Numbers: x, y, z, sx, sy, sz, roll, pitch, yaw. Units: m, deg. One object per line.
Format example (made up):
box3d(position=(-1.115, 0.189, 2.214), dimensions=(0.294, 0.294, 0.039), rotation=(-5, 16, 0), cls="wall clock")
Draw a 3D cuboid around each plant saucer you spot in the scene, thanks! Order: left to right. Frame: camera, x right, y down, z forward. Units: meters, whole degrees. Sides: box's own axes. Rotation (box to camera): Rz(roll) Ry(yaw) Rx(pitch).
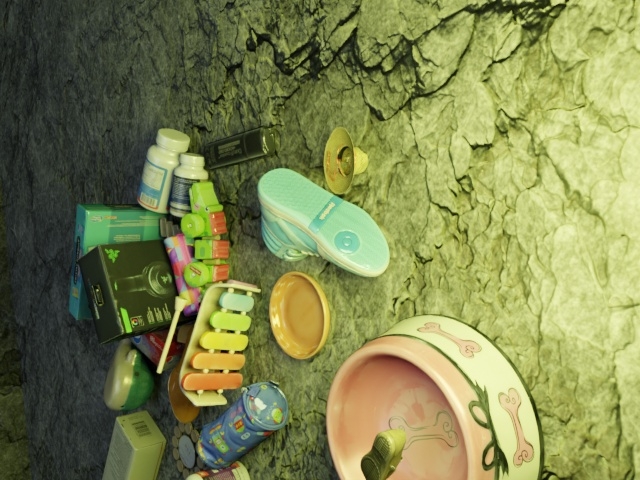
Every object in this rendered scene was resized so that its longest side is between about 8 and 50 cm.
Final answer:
box3d(position=(-0.043, 0.169, 1.402), dimensions=(0.200, 0.037, 0.200), rotation=(2, 93, 47), cls="plant saucer")

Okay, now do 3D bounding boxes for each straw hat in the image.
box3d(position=(0.063, -0.162, 1.248), dimensions=(0.144, 0.061, 0.144), rotation=(177, 90, -66), cls="straw hat")

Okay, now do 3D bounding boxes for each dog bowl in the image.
box3d(position=(0.173, 0.342, 1.091), dimensions=(0.408, 0.150, 0.408), rotation=(5, 96, 47), cls="dog bowl")

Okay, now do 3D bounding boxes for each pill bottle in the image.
box3d(position=(-0.443, -0.201, 1.757), dimensions=(0.124, 0.124, 0.221), rotation=(42, 120, 38), cls="pill bottle")
box3d(position=(-0.360, -0.152, 1.690), dimensions=(0.094, 0.094, 0.169), rotation=(23, 110, 45), cls="pill bottle")
box3d(position=(-0.286, 0.646, 1.580), dimensions=(0.108, 0.193, 0.108), rotation=(3, 94, 47), cls="pill bottle")

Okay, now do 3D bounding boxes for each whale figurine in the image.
box3d(position=(-0.613, 0.424, 2.000), dimensions=(0.216, 0.141, 0.272), rotation=(-54, 31, 35), cls="whale figurine")

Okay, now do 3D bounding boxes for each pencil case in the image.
box3d(position=(-0.356, 0.092, 1.683), dimensions=(0.104, 0.104, 0.236), rotation=(-31, 75, 44), cls="pencil case")
box3d(position=(-0.198, 0.460, 1.526), dimensions=(0.133, 0.119, 0.306), rotation=(47, 128, 5), cls="pencil case")

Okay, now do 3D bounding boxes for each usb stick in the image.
box3d(position=(-0.209, -0.232, 1.557), dimensions=(0.278, 0.045, 0.077), rotation=(-5, 96, 48), cls="usb stick")

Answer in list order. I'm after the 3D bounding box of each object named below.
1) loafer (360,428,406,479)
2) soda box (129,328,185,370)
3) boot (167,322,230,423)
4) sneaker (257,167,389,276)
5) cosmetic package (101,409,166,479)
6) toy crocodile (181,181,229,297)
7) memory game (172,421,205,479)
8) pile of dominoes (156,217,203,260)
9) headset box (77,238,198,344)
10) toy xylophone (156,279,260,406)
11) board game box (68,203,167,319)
box3d(position=(0.108, 0.363, 1.019), dimensions=(0.056, 0.050, 0.148), rotation=(58, 146, 33), cls="loafer")
box3d(position=(-0.508, 0.297, 1.887), dimensions=(0.263, 0.083, 0.092), rotation=(25, 111, 44), cls="soda box")
box3d(position=(-0.321, 0.369, 1.671), dimensions=(0.211, 0.104, 0.295), rotation=(-1, 87, 48), cls="boot")
box3d(position=(0.000, 0.000, 1.303), dimensions=(0.319, 0.127, 0.208), rotation=(39, 150, 17), cls="sneaker")
box3d(position=(-0.617, 0.734, 2.012), dimensions=(0.160, 0.113, 0.309), rotation=(40, 121, 39), cls="cosmetic package")
box3d(position=(-0.286, 0.015, 1.607), dimensions=(0.105, 0.115, 0.341), rotation=(-4, 91, 29), cls="toy crocodile")
box3d(position=(-0.395, 0.632, 1.835), dimensions=(0.186, 0.012, 0.186), rotation=(4, 96, 47), cls="memory game")
box3d(position=(-0.400, 0.056, 1.807), dimensions=(0.251, 0.040, 0.196), rotation=(24, 110, 36), cls="pile of dominoes")
box3d(position=(-0.501, 0.133, 1.689), dimensions=(0.131, 0.283, 0.246), rotation=(-25, 78, 39), cls="headset box")
box3d(position=(-0.268, 0.246, 1.490), dimensions=(0.081, 0.236, 0.323), rotation=(15, 96, 35), cls="toy xylophone")
box3d(position=(-0.613, 0.059, 1.863), dimensions=(0.079, 0.253, 0.336), rotation=(26, 111, 45), cls="board game box")
